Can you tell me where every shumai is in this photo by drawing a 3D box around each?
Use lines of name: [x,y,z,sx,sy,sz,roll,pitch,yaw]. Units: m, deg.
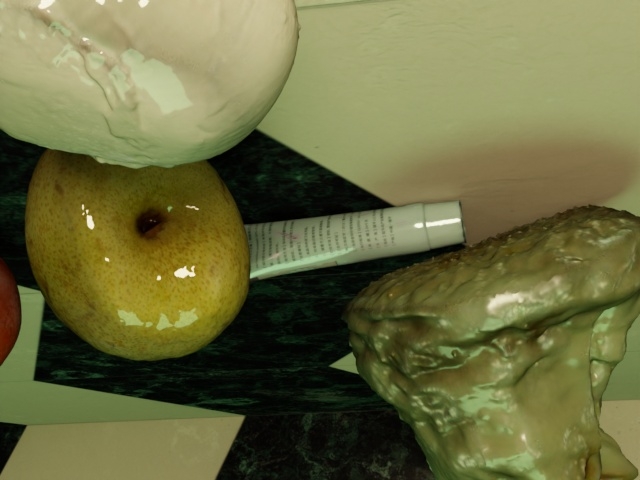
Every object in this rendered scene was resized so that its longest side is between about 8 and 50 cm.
shumai: [0.218,0.153,0.997,0.324,0.323,0.397,-17,179,-24]

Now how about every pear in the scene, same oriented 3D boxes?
pear: [-0.171,0.003,0.834,0.188,0.228,0.211,-35,-175,-26]

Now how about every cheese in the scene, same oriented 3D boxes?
cheese: [-0.110,-0.127,0.536,0.189,0.154,0.198,22,161,-10]

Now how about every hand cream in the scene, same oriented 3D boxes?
hand cream: [0.000,0.000,1.042,0.331,0.085,0.058,-8,155,9]

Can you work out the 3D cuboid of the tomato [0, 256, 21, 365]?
tomato: [-0.459,0.090,1.064,0.208,0.208,0.184,-12,140,29]
